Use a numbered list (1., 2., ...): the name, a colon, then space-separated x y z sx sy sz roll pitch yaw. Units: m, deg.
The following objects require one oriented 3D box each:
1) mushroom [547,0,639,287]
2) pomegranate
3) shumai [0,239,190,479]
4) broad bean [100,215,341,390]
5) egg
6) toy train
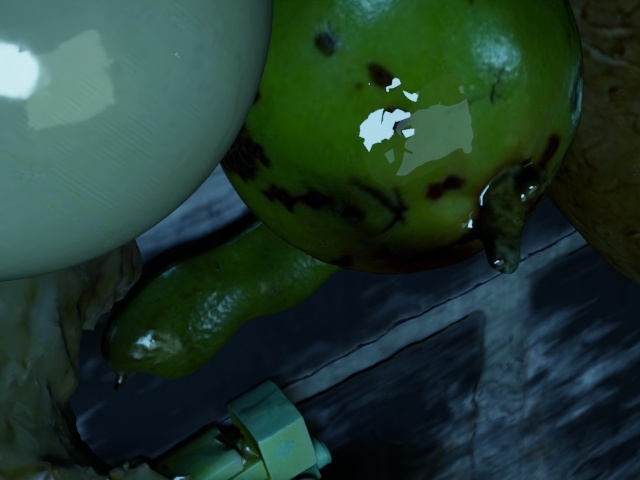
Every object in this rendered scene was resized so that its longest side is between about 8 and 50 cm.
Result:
1. mushroom: 0.241 -0.119 0.893 0.345 0.239 0.345 -4 99 -27
2. pomegranate: 0.006 -0.065 0.742 0.156 0.220 0.156 -15 111 -43
3. shumai: -0.140 0.052 0.757 0.206 0.175 0.166 -45 143 -2
4. broad bean: -0.001 0.000 0.933 0.256 0.052 0.053 -29 -179 -21
5. egg: -0.123 -0.086 0.583 0.186 0.242 0.186 -27 128 -41
6. toy train: -0.050 0.133 1.020 0.122 0.050 0.081 -30 137 -15
